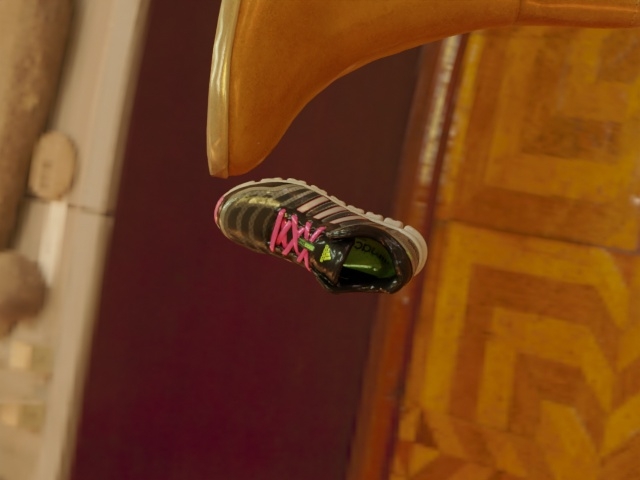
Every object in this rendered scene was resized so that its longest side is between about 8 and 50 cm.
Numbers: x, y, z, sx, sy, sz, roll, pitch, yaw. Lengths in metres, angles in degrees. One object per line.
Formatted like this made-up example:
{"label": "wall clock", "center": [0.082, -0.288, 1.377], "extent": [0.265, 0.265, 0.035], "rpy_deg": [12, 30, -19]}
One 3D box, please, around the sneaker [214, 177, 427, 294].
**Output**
{"label": "sneaker", "center": [0.000, 0.000, 1.198], "extent": [0.075, 0.170, 0.063], "rpy_deg": [-80, 8, -71]}

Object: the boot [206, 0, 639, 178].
{"label": "boot", "center": [0.067, -0.135, 0.809], "extent": [0.104, 0.211, 0.295], "rpy_deg": [100, -175, -55]}
